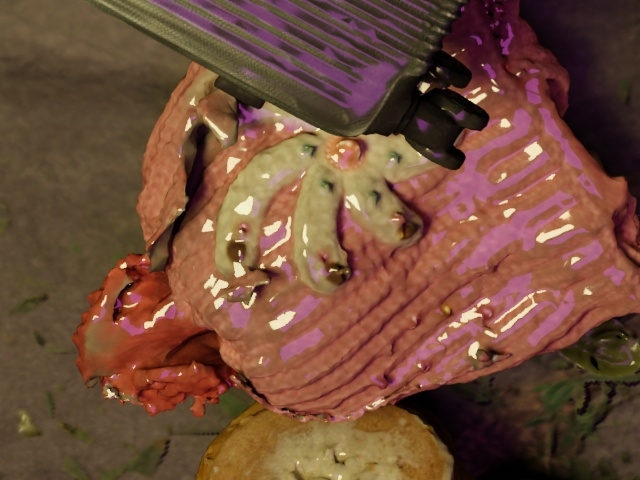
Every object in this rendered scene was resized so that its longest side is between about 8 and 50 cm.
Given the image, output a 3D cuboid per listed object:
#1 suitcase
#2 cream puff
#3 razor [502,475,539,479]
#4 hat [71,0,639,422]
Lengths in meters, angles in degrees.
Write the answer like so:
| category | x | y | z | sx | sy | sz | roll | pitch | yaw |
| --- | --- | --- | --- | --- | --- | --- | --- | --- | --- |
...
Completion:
| category | x | y | z | sx | sy | sz | roll | pitch | yaw |
| --- | --- | --- | --- | --- | --- | --- | --- | --- | --- |
| suitcase | -0.037 | -0.179 | 0.691 | 0.312 | 0.128 | 0.202 | 28 | 109 | -10 |
| cream puff | 0.012 | 0.152 | 0.941 | 0.165 | 0.150 | 0.115 | 30 | 152 | 30 |
| razor | 0.198 | 0.276 | 1.034 | 0.349 | 0.113 | 0.204 | 28 | 123 | -17 |
| hat | 0.000 | 0.000 | 0.852 | 0.286 | 0.107 | 0.236 | -30 | 102 | 14 |
